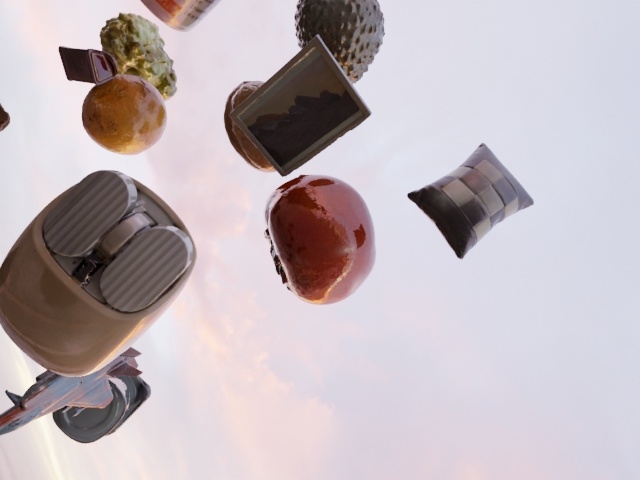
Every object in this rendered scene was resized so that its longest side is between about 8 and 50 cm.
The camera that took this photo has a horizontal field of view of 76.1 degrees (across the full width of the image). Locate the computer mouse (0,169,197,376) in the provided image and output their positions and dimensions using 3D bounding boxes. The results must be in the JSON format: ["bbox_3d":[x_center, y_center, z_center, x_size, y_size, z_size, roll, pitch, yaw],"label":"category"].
[{"bbox_3d":[-0.227,0.043,0.399,0.236,0.082,0.145,-40,-84,20],"label":"computer mouse"}]

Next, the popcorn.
[{"bbox_3d":[-0.598,-0.625,1.373,0.173,0.286,0.225,-8,-112,18],"label":"popcorn"}]

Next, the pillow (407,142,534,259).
[{"bbox_3d":[0.335,-0.092,0.913,0.186,0.249,0.106,54,-17,10],"label":"pillow"}]

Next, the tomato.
[{"bbox_3d":[0.000,0.000,1.089,0.341,0.272,0.342,161,-90,-81],"label":"tomato"}]

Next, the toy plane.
[{"bbox_3d":[-0.489,0.270,0.767,0.104,0.326,0.223,25,-60,31],"label":"toy plane"}]

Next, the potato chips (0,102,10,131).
[{"bbox_3d":[-0.807,-0.281,0.890,0.049,0.201,0.150,-31,-86,33],"label":"potato chips"}]

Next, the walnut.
[{"bbox_3d":[-0.183,-0.380,1.361,0.252,0.277,0.313,-28,-80,17],"label":"walnut"}]

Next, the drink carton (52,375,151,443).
[{"bbox_3d":[-0.553,0.407,1.020,0.185,0.191,0.189,49,-20,-9],"label":"drink carton"}]

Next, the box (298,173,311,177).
[{"bbox_3d":[-0.029,-0.108,1.335,0.099,0.133,0.182,13,-102,44],"label":"box"}]

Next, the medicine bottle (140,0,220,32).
[{"bbox_3d":[-0.279,-0.724,1.000,0.388,0.219,0.219,-30,-95,23],"label":"medicine bottle"}]

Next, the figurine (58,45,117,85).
[{"bbox_3d":[-0.564,-0.443,1.032,0.154,0.098,0.083,14,-60,22],"label":"figurine"}]

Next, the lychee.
[{"bbox_3d":[0.044,-0.555,1.098,0.255,0.255,0.275,28,-70,36],"label":"lychee"}]

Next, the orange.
[{"bbox_3d":[-0.531,-0.341,1.118,0.219,0.219,0.193,36,-30,30],"label":"orange"}]

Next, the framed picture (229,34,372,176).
[{"bbox_3d":[-0.047,-0.274,0.887,0.265,0.018,0.192,-30,-68,30],"label":"framed picture"}]
